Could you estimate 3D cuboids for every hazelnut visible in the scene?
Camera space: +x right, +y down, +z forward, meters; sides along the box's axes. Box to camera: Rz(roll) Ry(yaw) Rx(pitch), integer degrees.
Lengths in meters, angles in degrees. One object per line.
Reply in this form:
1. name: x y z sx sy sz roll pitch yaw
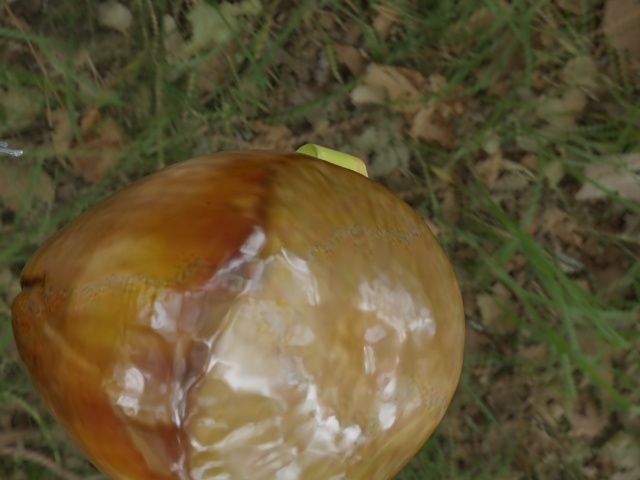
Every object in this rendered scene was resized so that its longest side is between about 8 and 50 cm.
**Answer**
1. hazelnut: -0.031 0.032 0.529 0.150 0.150 0.150 -6 112 -14

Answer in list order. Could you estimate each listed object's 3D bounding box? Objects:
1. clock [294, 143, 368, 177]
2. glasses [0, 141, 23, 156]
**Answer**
1. clock: 0.000 0.000 1.756 0.096 0.202 0.143 17 139 -41
2. glasses: -0.398 -0.089 1.688 0.062 0.140 0.104 47 69 -30
